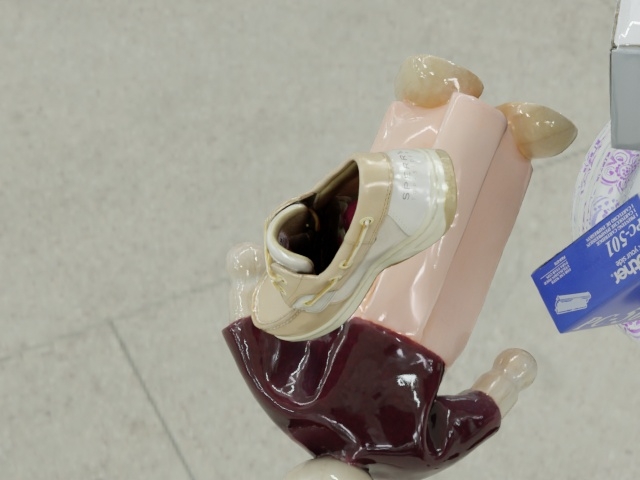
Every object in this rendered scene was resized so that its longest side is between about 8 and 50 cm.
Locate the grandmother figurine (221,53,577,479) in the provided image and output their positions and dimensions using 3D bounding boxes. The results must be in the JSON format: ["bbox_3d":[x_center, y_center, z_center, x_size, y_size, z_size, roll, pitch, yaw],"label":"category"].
[{"bbox_3d":[0.035,0.061,0.857,0.208,0.104,0.342,20,73,-4],"label":"grandmother figurine"}]

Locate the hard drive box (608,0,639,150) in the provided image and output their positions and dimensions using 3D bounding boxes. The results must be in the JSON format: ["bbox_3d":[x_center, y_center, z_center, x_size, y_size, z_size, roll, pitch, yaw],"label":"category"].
[{"bbox_3d":[0.262,-0.160,0.787,0.181,0.089,0.232,7,58,15],"label":"hard drive box"}]

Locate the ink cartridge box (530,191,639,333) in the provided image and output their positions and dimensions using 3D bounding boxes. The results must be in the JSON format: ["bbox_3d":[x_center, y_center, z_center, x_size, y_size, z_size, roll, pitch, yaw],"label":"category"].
[{"bbox_3d":[0.237,0.008,0.904,0.207,0.097,0.046,-5,63,-42],"label":"ink cartridge box"}]

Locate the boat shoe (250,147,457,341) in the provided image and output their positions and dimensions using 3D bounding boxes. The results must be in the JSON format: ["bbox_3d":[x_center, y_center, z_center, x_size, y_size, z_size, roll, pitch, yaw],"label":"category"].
[{"bbox_3d":[0.000,0.000,0.717,0.059,0.170,0.063,9,58,-29],"label":"boat shoe"}]

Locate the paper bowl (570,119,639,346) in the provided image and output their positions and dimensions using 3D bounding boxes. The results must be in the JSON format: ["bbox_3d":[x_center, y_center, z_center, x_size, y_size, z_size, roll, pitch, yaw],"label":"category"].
[{"bbox_3d":[0.377,-0.020,1.348,0.284,0.284,0.148,-2,7,-3],"label":"paper bowl"}]
